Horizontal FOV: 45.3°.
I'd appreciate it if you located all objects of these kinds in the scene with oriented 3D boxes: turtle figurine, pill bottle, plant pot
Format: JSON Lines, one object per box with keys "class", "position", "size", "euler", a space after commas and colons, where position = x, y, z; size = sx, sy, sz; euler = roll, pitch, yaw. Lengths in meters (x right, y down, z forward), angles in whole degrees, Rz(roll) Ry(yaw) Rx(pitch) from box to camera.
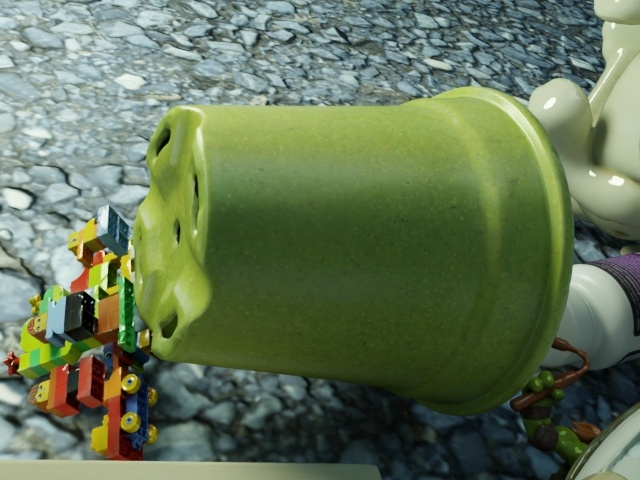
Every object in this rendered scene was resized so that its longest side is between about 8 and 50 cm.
{"class": "turtle figurine", "position": [0.202, 0.201, 0.590], "size": [0.269, 0.087, 0.217], "euler": [43, 50, 7]}
{"class": "pill bottle", "position": [0.295, 0.073, 0.789], "size": [0.193, 0.108, 0.108], "euler": [-8, 43, -33]}
{"class": "plant pot", "position": [0.000, 0.000, 0.592], "size": [0.254, 0.276, 0.276], "euler": [4, 37, -27]}

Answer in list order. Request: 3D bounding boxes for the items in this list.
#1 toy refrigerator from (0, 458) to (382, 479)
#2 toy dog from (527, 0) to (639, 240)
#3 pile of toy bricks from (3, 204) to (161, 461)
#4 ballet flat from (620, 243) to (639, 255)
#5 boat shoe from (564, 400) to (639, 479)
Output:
{"class": "toy refrigerator", "position": [-0.095, 0.200, 0.459], "size": [0.270, 0.094, 0.102], "euler": [5, 44, -17]}
{"class": "toy dog", "position": [0.397, -0.091, 0.779], "size": [0.395, 0.284, 0.408], "euler": [44, 8, 5]}
{"class": "pile of toy bricks", "position": [-0.193, 0.073, 0.593], "size": [0.105, 0.118, 0.212], "euler": [-20, 49, 11]}
{"class": "ballet flat", "position": [0.460, 0.063, 0.900], "size": [0.086, 0.086, 0.248], "euler": [-5, 41, -30]}
{"class": "boat shoe", "position": [0.178, 0.200, 0.455], "size": [0.113, 0.103, 0.302], "euler": [39, 70, 17]}
